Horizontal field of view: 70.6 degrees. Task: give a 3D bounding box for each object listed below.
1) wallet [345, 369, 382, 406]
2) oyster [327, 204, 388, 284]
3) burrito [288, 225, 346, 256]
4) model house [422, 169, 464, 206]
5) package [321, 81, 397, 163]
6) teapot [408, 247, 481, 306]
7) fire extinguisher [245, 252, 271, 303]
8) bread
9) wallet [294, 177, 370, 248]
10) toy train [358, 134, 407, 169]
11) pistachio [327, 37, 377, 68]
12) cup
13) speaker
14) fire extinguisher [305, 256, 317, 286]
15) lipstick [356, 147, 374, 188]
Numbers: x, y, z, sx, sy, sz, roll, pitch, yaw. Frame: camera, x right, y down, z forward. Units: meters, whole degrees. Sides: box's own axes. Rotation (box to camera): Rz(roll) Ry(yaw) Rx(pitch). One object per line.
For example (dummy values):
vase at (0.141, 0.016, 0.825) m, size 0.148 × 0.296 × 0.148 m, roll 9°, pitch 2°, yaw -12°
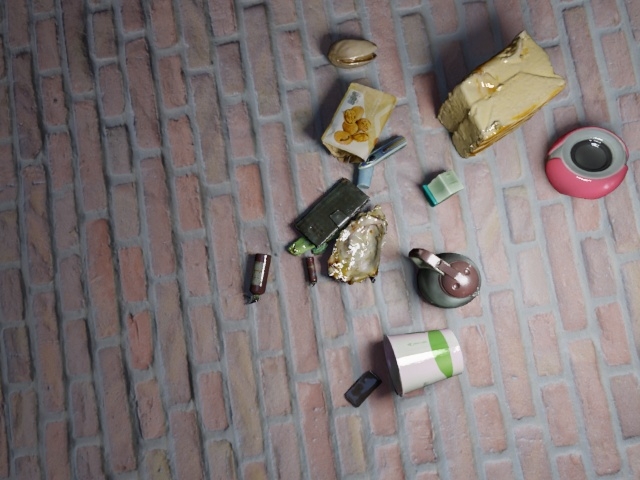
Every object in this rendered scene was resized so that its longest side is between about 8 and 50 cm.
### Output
wallet at (0.181, 0.625, 1.914) m, size 0.082 × 0.018 × 0.156 m, roll 42°, pitch 89°, yaw 6°
oyster at (0.155, 0.012, 1.932) m, size 0.222 × 0.096 × 0.360 m, roll 13°, pitch 88°, yaw -7°
burrito at (0.000, 0.000, 1.975) m, size 0.288 × 0.054 × 0.104 m, roll -26°, pitch 85°, yaw 0°
model house at (0.506, -0.215, 1.922) m, size 0.127 × 0.149 × 0.100 m, roll -23°, pitch 78°, yaw -43°
package at (0.170, -0.487, 1.955) m, size 0.222 × 0.165 × 0.311 m, roll 24°, pitch 81°, yaw 14°
teapot at (0.488, 0.131, 1.794) m, size 0.315 × 0.312 × 0.233 m, roll 35°, pitch 86°, yaw 7°
fire extinguisher at (-0.277, 0.170, 1.975) m, size 0.099 × 0.071 × 0.230 m, roll 9°, pitch 86°, yaw 33°
bread at (0.701, -0.558, 1.815) m, size 0.390 × 0.371 × 0.279 m, roll -36°, pitch 82°, yaw 1°
wallet at (0.049, -0.122, 1.953) m, size 0.317 × 0.044 × 0.169 m, roll -43°, pitch 62°, yaw -6°
toy train at (0.266, -0.374, 1.950) m, size 0.252 × 0.048 × 0.055 m, roll -34°, pitch 86°, yaw -20°
pistachio at (0.141, -0.834, 2.010) m, size 0.224 × 0.126 × 0.152 m, roll -1°, pitch 49°, yaw 4°
cup at (0.408, 0.472, 1.809) m, size 0.274 × 0.253 × 0.252 m, roll -12°, pitch 84°, yaw -3°
speaker at (1.065, -0.314, 1.816) m, size 0.295 × 0.294 × 0.293 m, roll 0°, pitch 84°, yaw 4°
fire extinguisher at (-0.037, 0.137, 1.964) m, size 0.039 × 0.056 × 0.131 m, roll -16°, pitch 79°, yaw 29°
lipstick at (0.209, -0.366, 1.989) m, size 0.068 × 0.061 × 0.273 m, roll 9°, pitch 80°, yaw 6°
